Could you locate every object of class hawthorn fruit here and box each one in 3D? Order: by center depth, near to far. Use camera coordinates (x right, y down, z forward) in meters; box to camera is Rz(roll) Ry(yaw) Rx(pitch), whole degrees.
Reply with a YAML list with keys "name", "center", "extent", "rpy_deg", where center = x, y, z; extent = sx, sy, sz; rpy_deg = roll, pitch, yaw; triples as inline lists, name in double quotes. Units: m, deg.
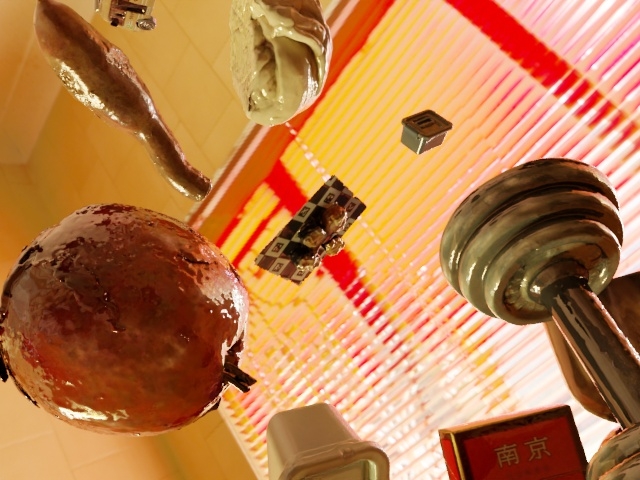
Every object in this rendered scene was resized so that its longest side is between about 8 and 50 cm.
- name: "hawthorn fruit"
  center: [-0.232, 0.101, 0.711]
  extent: [0.316, 0.316, 0.316]
  rpy_deg: [-30, -24, -15]

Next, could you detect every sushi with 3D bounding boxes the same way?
- name: "sushi"
  center: [0.000, 0.000, 1.026]
  extent: [0.210, 0.040, 0.193]
  rpy_deg: [-48, -29, 5]

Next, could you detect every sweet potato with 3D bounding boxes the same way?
- name: "sweet potato"
  center: [-0.316, -0.216, 0.920]
  extent: [0.109, 0.109, 0.385]
  rpy_deg: [-36, -56, 0]

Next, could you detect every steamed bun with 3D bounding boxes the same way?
- name: "steamed bun"
  center: [-0.078, -0.415, 1.212]
  extent: [0.206, 0.275, 0.320]
  rpy_deg: [-1, -65, -24]

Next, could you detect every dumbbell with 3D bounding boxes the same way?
- name: "dumbbell"
  center: [0.223, 0.089, 0.446]
  extent: [0.179, 0.406, 0.179]
  rpy_deg: [-7, -47, -7]

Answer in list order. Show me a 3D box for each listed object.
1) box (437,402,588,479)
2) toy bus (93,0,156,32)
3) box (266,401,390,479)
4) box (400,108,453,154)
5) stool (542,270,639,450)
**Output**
- name: "box"
  center: [0.242, 0.323, 0.651]
  extent: [0.153, 0.240, 0.074]
  rpy_deg: [-11, -16, -4]
- name: "toy bus"
  center: [-0.482, -0.660, 1.440]
  extent: [0.157, 0.139, 0.289]
  rpy_deg: [3, -13, -26]
- name: "box"
  center: [-0.003, 0.425, 0.919]
  extent: [0.175, 0.182, 0.312]
  rpy_deg: [-8, -70, -19]
- name: "box"
  center: [0.211, -0.219, 1.151]
  extent: [0.099, 0.074, 0.054]
  rpy_deg: [-26, -33, -33]
- name: "stool"
  center: [0.404, 0.180, 0.710]
  extent: [0.179, 0.264, 0.179]
  rpy_deg: [-13, -18, -4]
